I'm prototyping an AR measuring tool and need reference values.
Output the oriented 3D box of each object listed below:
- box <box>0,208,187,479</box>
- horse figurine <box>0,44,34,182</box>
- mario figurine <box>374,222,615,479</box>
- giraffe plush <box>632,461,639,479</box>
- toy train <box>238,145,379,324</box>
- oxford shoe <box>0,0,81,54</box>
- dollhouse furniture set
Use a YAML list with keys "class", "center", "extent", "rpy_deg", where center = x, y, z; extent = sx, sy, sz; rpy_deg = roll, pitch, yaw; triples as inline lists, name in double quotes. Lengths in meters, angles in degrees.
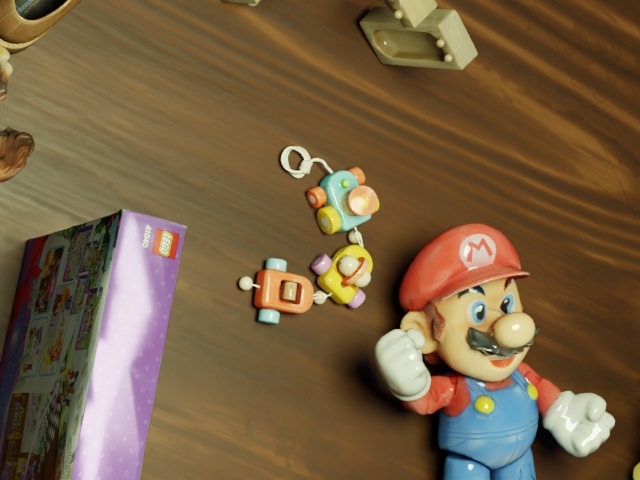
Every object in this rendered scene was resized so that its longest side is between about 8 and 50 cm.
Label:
- class: "box"
  center: [-0.191, 0.133, 1.186]
  extent: [0.057, 0.201, 0.293]
  rpy_deg: [17, 76, -28]
- class: "horse figurine"
  center: [-0.319, -0.103, 1.181]
  extent: [0.263, 0.066, 0.174]
  rpy_deg: [23, 41, -30]
- class: "mario figurine"
  center: [0.158, 0.143, 1.412]
  extent: [0.198, 0.170, 0.320]
  rpy_deg: [-27, 109, -66]
- class: "giraffe plush"
  center: [0.405, 0.206, 1.580]
  extent: [0.170, 0.210, 0.181]
  rpy_deg: [16, 78, 1]
- class: "toy train"
  center: [0.000, 0.000, 1.410]
  extent: [0.125, 0.046, 0.166]
  rpy_deg: [18, 75, -29]
- class: "oxford shoe"
  center: [-0.195, -0.239, 1.303]
  extent: [0.076, 0.076, 0.212]
  rpy_deg: [42, 63, -19]
- class: "dollhouse furniture set"
  center: [0.025, -0.193, 1.408]
  extent: [0.123, 0.144, 0.151]
  rpy_deg: [-45, 122, -23]
